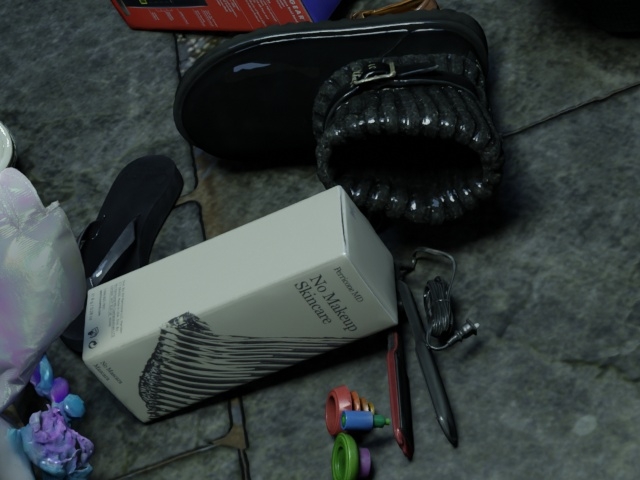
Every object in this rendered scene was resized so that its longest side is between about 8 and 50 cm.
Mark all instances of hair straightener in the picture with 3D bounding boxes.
[{"bbox_3d":[0.102,0.089,1.490,0.089,0.047,0.230,-16,41,12],"label":"hair straightener"}]

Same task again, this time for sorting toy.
[{"bbox_3d":[0.034,0.169,1.444,0.042,0.061,0.102,4,51,-16],"label":"sorting toy"}]

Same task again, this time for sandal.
[{"bbox_3d":[-0.217,0.005,1.704,0.097,0.054,0.254,-4,49,23],"label":"sandal"}]

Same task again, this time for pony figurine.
[{"bbox_3d":[-0.323,0.148,1.430,0.303,0.351,0.363,-13,50,8],"label":"pony figurine"}]

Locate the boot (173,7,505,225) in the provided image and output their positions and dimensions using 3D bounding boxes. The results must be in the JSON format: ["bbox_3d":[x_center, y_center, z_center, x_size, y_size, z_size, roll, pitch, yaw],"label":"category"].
[{"bbox_3d":[0.006,-0.109,1.607,0.348,0.131,0.260,-13,33,14],"label":"boot"}]

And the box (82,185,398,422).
[{"bbox_3d":[-0.074,0.061,1.519,0.275,0.113,0.094,-23,41,19],"label":"box"}]

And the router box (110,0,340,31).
[{"bbox_3d":[-0.053,-0.386,1.934,0.301,0.082,0.335,8,54,40],"label":"router box"}]

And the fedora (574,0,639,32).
[{"bbox_3d":[0.325,-0.327,1.672,0.334,0.152,0.334,-14,46,15],"label":"fedora"}]

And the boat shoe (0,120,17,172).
[{"bbox_3d":[-0.469,-0.023,1.847,0.319,0.116,0.099,-39,2,-1],"label":"boat shoe"}]

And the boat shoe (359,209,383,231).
[{"bbox_3d":[-0.001,-0.001,1.609,0.133,0.049,0.042,-32,36,-10],"label":"boat shoe"}]

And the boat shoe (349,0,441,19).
[{"bbox_3d":[0.047,-0.220,1.777,0.178,0.060,0.064,-17,45,12],"label":"boat shoe"}]
